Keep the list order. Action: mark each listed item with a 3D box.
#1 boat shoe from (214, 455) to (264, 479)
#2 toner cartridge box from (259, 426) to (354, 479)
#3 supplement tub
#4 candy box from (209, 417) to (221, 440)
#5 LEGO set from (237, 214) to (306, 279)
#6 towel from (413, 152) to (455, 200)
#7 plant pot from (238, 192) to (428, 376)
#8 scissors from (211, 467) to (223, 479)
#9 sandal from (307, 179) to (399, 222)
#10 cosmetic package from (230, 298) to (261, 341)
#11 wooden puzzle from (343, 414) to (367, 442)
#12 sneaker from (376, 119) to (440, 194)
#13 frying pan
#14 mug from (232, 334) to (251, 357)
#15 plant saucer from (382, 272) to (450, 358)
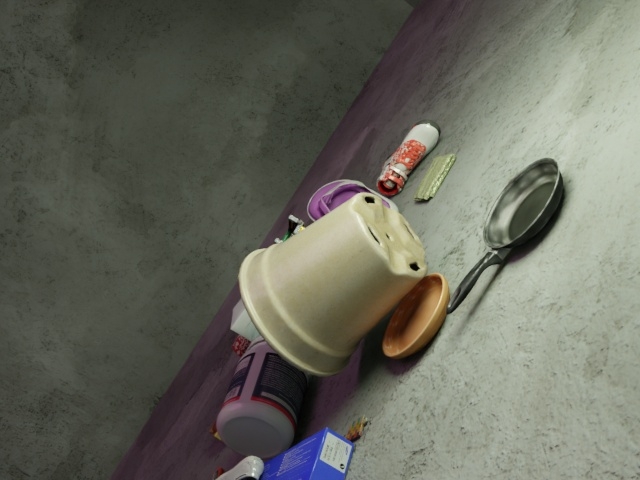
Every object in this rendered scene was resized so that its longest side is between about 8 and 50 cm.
[{"bbox_3d":[-0.187,0.542,1.562,0.184,0.066,0.063,-40,16,23],"label":"boat shoe"},{"bbox_3d":[-0.071,0.519,1.477,0.348,0.075,0.165,-43,16,46],"label":"toner cartridge box"},{"bbox_3d":[-0.136,0.386,1.799,0.191,0.191,0.272,-48,15,34],"label":"supplement tub"},{"bbox_3d":[-0.275,0.539,2.271,0.186,0.053,0.109,-58,11,-15],"label":"candy box"},{"bbox_3d":[-0.068,0.083,2.186,0.331,0.255,0.192,-51,-5,-10],"label":"LEGO set"},{"bbox_3d":[0.304,-0.169,1.935,0.148,0.027,0.110,-58,13,-7],"label":"towel"},{"bbox_3d":[0.050,0.072,1.545,0.305,0.334,0.333,-40,18,27],"label":"plant pot"},{"bbox_3d":[-0.319,0.745,1.972,0.109,0.021,0.297,-50,12,19],"label":"scissors"},{"bbox_3d":[0.078,-0.115,2.171,0.416,0.102,0.169,15,76,53],"label":"sandal"},{"bbox_3d":[-0.103,0.202,2.070,0.224,0.225,0.138,-53,15,14],"label":"cosmetic package"},{"bbox_3d":[0.070,0.382,1.452,0.083,0.006,0.049,-45,16,41],"label":"wooden puzzle"},{"bbox_3d":[0.259,-0.235,2.142,0.270,0.090,0.145,-45,17,54],"label":"sneaker"},{"bbox_3d":[0.349,-0.011,1.298,0.197,0.053,0.326,-33,28,61],"label":"frying pan"},{"bbox_3d":[-0.216,0.330,2.532,0.169,0.150,0.113,-57,48,17],"label":"mug"},{"bbox_3d":[0.199,0.158,1.465,0.200,0.037,0.200,-53,12,16],"label":"plant saucer"}]
